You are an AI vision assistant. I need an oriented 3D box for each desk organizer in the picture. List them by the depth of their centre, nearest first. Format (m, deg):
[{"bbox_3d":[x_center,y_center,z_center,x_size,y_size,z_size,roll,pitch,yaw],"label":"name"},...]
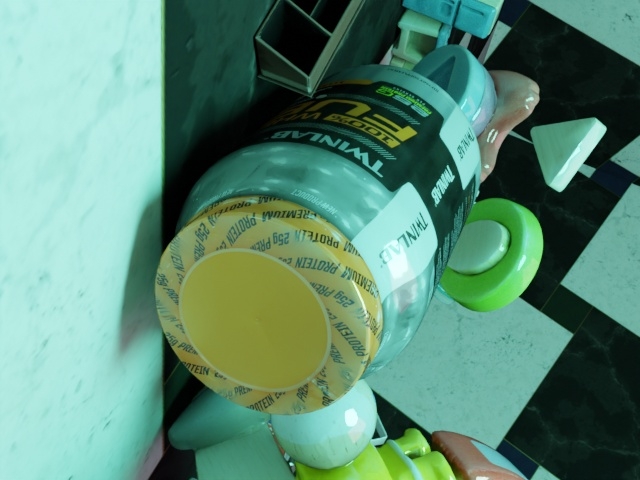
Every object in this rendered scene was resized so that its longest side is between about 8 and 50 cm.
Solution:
[{"bbox_3d":[-0.001,-0.181,0.626,0.050,0.047,0.130,85,30,-67],"label":"desk organizer"}]

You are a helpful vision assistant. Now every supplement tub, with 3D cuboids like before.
[{"bbox_3d":[0.011,-0.014,0.654,0.316,0.194,0.193,-53,165,-58],"label":"supplement tub"}]

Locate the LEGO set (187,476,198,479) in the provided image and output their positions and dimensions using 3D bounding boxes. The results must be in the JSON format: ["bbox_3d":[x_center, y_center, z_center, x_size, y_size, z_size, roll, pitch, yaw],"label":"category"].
[{"bbox_3d":[-0.139,0.433,0.936,0.331,0.192,0.254,55,59,-79],"label":"LEGO set"}]

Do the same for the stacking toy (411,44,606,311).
[{"bbox_3d":[0.142,-0.078,0.944,0.279,0.130,0.308,32,-85,56],"label":"stacking toy"}]

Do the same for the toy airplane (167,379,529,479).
[{"bbox_3d":[-0.029,0.227,0.681,0.384,0.386,0.272,-27,126,-59],"label":"toy airplane"}]

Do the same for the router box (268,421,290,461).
[{"bbox_3d":[-0.040,0.266,1.443,0.301,0.082,0.335,104,13,-49],"label":"router box"}]

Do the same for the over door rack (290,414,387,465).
[{"bbox_3d":[-0.043,0.420,1.294,0.324,0.108,0.239,-17,145,-32],"label":"over door rack"}]

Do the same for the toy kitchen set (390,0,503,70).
[{"bbox_3d":[0.140,-0.227,1.084,0.207,0.122,0.166,95,20,-63],"label":"toy kitchen set"}]

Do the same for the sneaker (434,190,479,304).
[{"bbox_3d":[0.165,-0.060,1.119,0.121,0.108,0.302,-32,-130,28],"label":"sneaker"}]
